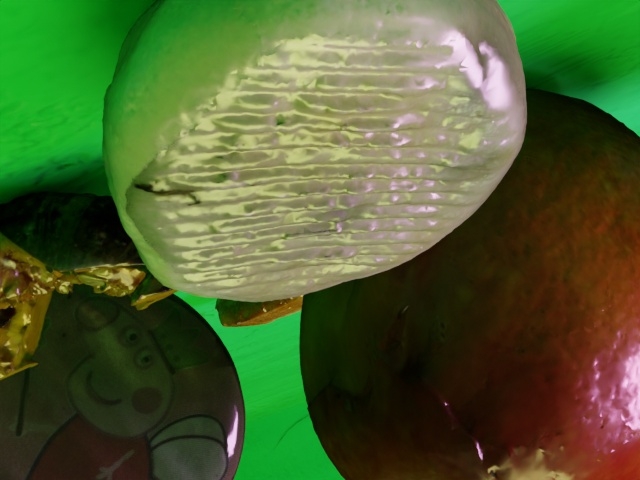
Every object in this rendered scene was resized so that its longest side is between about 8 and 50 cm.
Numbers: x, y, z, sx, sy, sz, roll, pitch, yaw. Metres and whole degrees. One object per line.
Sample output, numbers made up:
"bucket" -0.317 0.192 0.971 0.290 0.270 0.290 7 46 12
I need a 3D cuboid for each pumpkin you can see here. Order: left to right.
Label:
"pumpkin" -0.178 0.022 0.654 0.183 0.108 0.119 -25 175 -1

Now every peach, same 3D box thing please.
"peach" 0.138 0.065 0.751 0.372 0.290 0.373 -44 150 -35

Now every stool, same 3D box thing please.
"stool" -0.221 0.164 0.923 0.272 0.272 0.178 -11 -178 -24

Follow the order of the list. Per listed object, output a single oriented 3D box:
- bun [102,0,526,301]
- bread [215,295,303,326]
"bun" -0.006 -0.064 0.493 0.210 0.116 0.237 -11 151 -15
"bread" -0.052 0.058 1.100 0.132 0.053 0.074 -26 161 34
